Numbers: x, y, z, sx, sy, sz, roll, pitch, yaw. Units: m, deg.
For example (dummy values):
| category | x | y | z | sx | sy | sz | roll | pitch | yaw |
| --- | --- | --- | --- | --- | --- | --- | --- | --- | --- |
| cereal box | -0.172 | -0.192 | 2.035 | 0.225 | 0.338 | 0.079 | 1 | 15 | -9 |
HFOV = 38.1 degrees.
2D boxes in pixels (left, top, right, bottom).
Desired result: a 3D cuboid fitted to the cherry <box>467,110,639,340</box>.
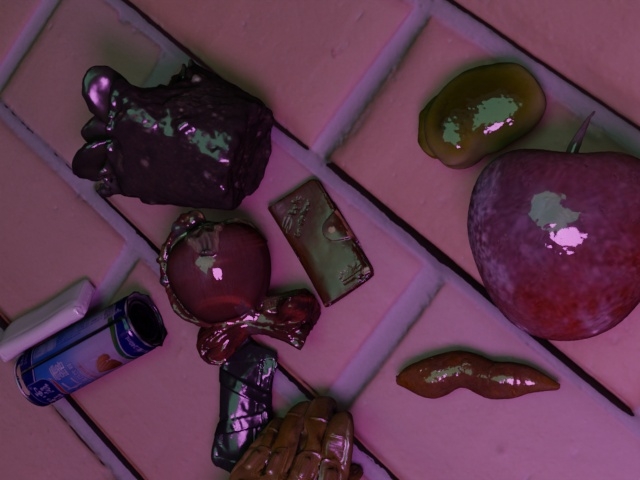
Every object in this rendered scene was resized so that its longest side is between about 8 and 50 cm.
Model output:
| category | x | y | z | sx | sy | sz | roll | pitch | yaw |
| --- | --- | --- | --- | --- | --- | --- | --- | --- | --- |
| cherry | 0.296 | -0.017 | 1.122 | 0.236 | 0.213 | 0.285 | 15 | 99 | 33 |

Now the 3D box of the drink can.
| category | x | y | z | sx | sy | sz | roll | pitch | yaw |
| --- | --- | --- | --- | --- | --- | --- | --- | --- | --- |
| drink can | -0.360 | 0.171 | 1.451 | 0.235 | 0.097 | 0.097 | -29 | 73 | 17 |

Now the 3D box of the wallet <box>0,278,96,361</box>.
| category | x | y | z | sx | sy | sz | roll | pitch | yaw |
| --- | --- | --- | --- | --- | --- | --- | --- | --- | --- |
| wallet | -0.447 | 0.130 | 1.502 | 0.190 | 0.095 | 0.033 | -29 | 115 | 20 |

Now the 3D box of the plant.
| category | x | y | z | sx | sy | sz | roll | pitch | yaw |
| --- | --- | --- | --- | --- | --- | --- | --- | --- | --- |
| plant | -0.219 | -0.157 | 1.366 | 0.276 | 0.188 | 0.199 | 15 | 127 | 11 |

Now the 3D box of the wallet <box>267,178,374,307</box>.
| category | x | y | z | sx | sy | sz | roll | pitch | yaw |
| --- | --- | --- | --- | --- | --- | --- | --- | --- | --- |
| wallet | 0.000 | 0.000 | 1.350 | 0.095 | 0.026 | 0.176 | -34 | 72 | 14 |

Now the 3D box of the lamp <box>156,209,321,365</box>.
| category | x | y | z | sx | sy | sz | roll | pitch | yaw |
| --- | --- | --- | --- | --- | --- | --- | --- | --- | --- |
| lamp | -0.123 | 0.055 | 1.345 | 0.215 | 0.151 | 0.223 | -17 | 109 | 14 |

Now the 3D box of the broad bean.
| category | x | y | z | sx | sy | sz | roll | pitch | yaw |
| --- | --- | --- | --- | --- | --- | --- | --- | --- | --- |
| broad bean | 0.213 | -0.169 | 1.254 | 0.174 | 0.082 | 0.124 | -35 | 71 | 5 |

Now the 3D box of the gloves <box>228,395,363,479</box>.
| category | x | y | z | sx | sy | sz | roll | pitch | yaw |
| --- | --- | --- | --- | --- | --- | --- | --- | --- | --- |
| gloves | -0.061 | 0.361 | 1.264 | 0.154 | 0.141 | 0.331 | 37 | 105 | 8 |

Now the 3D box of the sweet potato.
| category | x | y | z | sx | sy | sz | roll | pitch | yaw |
| --- | --- | --- | --- | --- | --- | --- | --- | --- | --- |
| sweet potato | 0.205 | 0.178 | 1.225 | 0.218 | 0.051 | 0.065 | -3 | 79 | 23 |

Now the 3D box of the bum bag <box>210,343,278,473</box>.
| category | x | y | z | sx | sy | sz | roll | pitch | yaw |
| --- | --- | --- | --- | --- | --- | --- | --- | --- | --- |
| bum bag | -0.111 | 0.251 | 1.359 | 0.087 | 0.049 | 0.197 | 4 | 84 | 0 |
